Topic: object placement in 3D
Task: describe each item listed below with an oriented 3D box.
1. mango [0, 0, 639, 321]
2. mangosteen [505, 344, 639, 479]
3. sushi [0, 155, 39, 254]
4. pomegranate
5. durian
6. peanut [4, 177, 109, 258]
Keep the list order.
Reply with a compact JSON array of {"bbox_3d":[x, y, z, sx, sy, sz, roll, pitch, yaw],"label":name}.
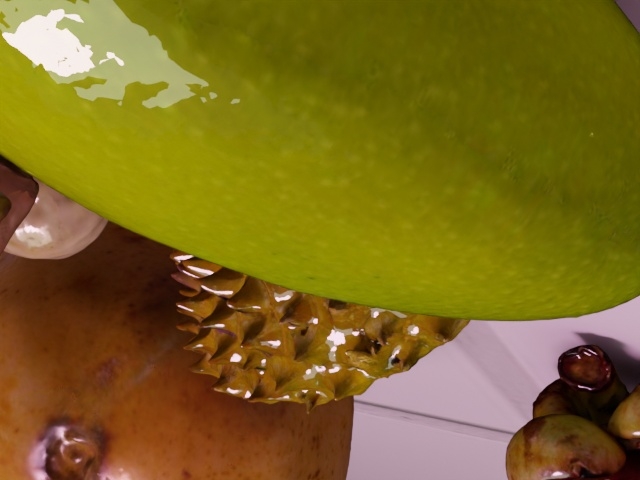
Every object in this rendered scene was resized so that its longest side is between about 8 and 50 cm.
[{"bbox_3d":[0.005,-0.058,0.469,0.343,0.156,0.192,28,161,-29],"label":"mango"},{"bbox_3d":[0.220,0.186,0.926,0.215,0.215,0.257,-5,123,50],"label":"mangosteen"},{"bbox_3d":[-0.305,-0.055,0.584,0.328,0.285,0.328,42,180,32],"label":"sushi"},{"bbox_3d":[-0.115,0.114,0.896,0.307,0.307,0.307,17,162,6],"label":"pomegranate"},{"bbox_3d":[-0.011,0.002,0.678,0.153,0.187,0.260,22,149,-31],"label":"durian"},{"bbox_3d":[-0.219,-0.042,0.791,0.236,0.120,0.110,15,124,28],"label":"peanut"}]
